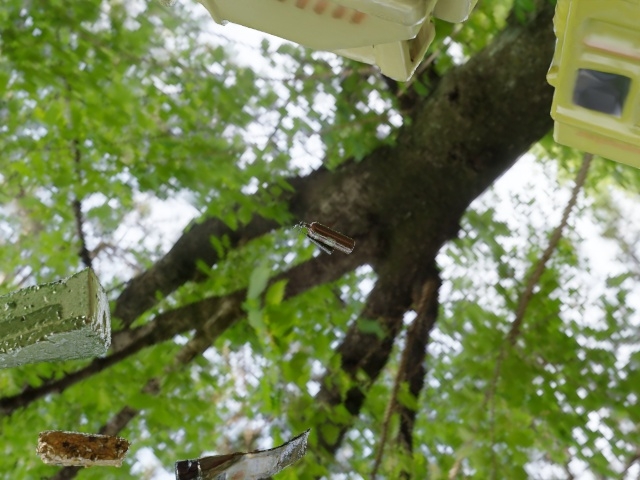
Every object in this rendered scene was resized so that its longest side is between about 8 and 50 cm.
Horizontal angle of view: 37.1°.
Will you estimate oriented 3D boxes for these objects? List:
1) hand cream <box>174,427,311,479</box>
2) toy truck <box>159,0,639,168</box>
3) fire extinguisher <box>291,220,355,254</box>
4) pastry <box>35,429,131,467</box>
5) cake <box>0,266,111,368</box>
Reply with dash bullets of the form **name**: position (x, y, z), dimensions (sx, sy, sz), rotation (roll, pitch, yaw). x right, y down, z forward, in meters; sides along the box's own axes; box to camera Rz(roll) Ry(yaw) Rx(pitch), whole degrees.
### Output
- **hand cream**: position (-0.088, 0.257, 1.107), dimensions (0.163, 0.062, 0.039), rotation (-10, -135, -17)
- **toy truck**: position (0.068, -0.162, 0.450), dimensions (0.405, 0.181, 0.254), rotation (20, 160, 16)
- **fire extinguisher**: position (0.002, -0.005, 1.501), dimensions (0.100, 0.032, 0.046), rotation (25, 166, -7)
- **pastry**: position (-0.362, 0.319, 1.455), dimensions (0.140, 0.080, 0.056), rotation (11, -113, -18)
- **cake**: position (-0.409, 0.109, 1.299), dimensions (0.235, 0.099, 0.100), rotation (-7, -123, -10)
